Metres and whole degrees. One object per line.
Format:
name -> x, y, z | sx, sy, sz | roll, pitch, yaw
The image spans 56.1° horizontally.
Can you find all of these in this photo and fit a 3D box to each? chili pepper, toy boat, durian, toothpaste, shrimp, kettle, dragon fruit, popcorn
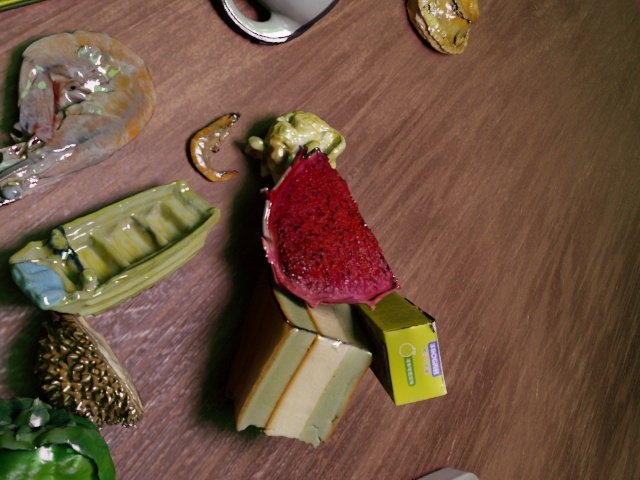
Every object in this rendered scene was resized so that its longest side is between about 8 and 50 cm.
chili pepper -> -0.337, 0.347, 0.621 | 0.213, 0.167, 0.385 | 13, 88, -26
toy boat -> -0.254, 0.014, 0.765 | 0.111, 0.084, 0.276 | 42, 43, 12
durian -> -0.289, 0.156, 0.718 | 0.091, 0.148, 0.188 | -31, 83, -14
toothpaste -> 0.102, 0.143, 0.953 | 0.077, 0.327, 0.110 | -10, 99, -7
shrimp -> -0.330, -0.161, 0.756 | 0.164, 0.062, 0.317 | 53, 49, -20
kettle -> -0.085, -0.444, 0.970 | 0.236, 0.161, 0.221 | 40, 87, -35
shrimp -> -0.151, -0.150, 0.943 | 0.091, 0.025, 0.127 | 49, 60, -28
dragon fruit -> -0.003, 0.005, 0.909 | 0.274, 0.161, 0.126 | 61, 0, 19
popcorn -> -0.038, -0.144, 0.991 | 0.135, 0.162, 0.141 | -99, 173, -48

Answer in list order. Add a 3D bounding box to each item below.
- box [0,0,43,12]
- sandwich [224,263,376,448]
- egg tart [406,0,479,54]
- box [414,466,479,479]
box -> -0.317, -0.392, 0.769 | 0.345, 0.097, 0.134 | -37, 109, -39
sandwich -> -0.048, 0.174, 0.920 | 0.155, 0.227, 0.198 | 22, 105, -18
egg tart -> 0.284, -0.537, 1.349 | 0.241, 0.106, 0.241 | 12, 72, -43
box -> 0.181, 0.648, 1.111 | 0.367, 0.090, 0.373 | 0, 85, -42
